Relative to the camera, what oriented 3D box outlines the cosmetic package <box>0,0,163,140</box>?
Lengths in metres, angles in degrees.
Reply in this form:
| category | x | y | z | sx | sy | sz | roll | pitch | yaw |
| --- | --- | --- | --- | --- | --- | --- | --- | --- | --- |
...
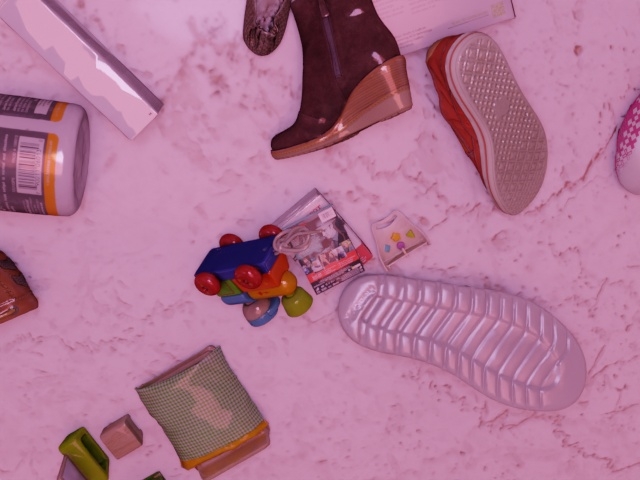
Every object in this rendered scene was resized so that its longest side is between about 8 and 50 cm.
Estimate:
| category | x | y | z | sx | sy | sz | roll | pitch | yaw |
| --- | --- | --- | --- | --- | --- | --- | --- | --- | --- |
| cosmetic package | -0.329 | -0.248 | 1.118 | 0.060 | 0.099 | 0.239 | -44 | 106 | 6 |

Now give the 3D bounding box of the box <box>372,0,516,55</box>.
| category | x | y | z | sx | sy | sz | roll | pitch | yaw |
| --- | --- | --- | --- | --- | --- | --- | --- | --- | --- |
| box | 0.127 | -0.437 | 1.140 | 0.232 | 0.058 | 0.321 | -18 | 109 | -1 |

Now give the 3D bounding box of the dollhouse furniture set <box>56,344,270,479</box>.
| category | x | y | z | sx | sy | sz | roll | pitch | yaw |
| --- | --- | --- | --- | --- | --- | --- | --- | --- | --- |
| dollhouse furniture set | -0.242 | 0.338 | 1.278 | 0.302 | 0.151 | 0.197 | -31 | 108 | 3 |

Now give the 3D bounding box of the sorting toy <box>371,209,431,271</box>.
| category | x | y | z | sx | sy | sz | roll | pitch | yaw |
| --- | --- | --- | --- | --- | --- | --- | --- | --- | --- |
| sorting toy | 0.120 | -0.006 | 1.279 | 0.083 | 0.045 | 0.075 | -31 | 101 | 3 |

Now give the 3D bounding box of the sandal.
| category | x | y | z | sx | sy | sz | roll | pitch | yaw |
| --- | --- | --- | --- | --- | --- | --- | --- | --- | --- |
| sandal | 0.233 | 0.148 | 1.314 | 0.416 | 0.102 | 0.169 | 21 | 88 | 0 |

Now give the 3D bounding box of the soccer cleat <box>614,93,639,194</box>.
| category | x | y | z | sx | sy | sz | roll | pitch | yaw |
| --- | --- | --- | --- | --- | --- | --- | --- | --- | --- |
| soccer cleat | 0.560 | -0.216 | 1.213 | 0.116 | 0.143 | 0.331 | 21 | 103 | -13 |

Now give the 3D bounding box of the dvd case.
| category | x | y | z | sx | sy | sz | roll | pitch | yaw |
| --- | --- | --- | --- | --- | --- | --- | --- | --- | --- |
| dvd case | 0.006 | 0.014 | 1.222 | 0.087 | 0.013 | 0.119 | -28 | 110 | 1 |

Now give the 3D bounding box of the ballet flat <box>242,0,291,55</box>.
| category | x | y | z | sx | sy | sz | roll | pitch | yaw |
| --- | --- | --- | --- | --- | --- | --- | --- | --- | --- |
| ballet flat | -0.067 | -0.385 | 1.129 | 0.084 | 0.058 | 0.249 | 9 | 105 | -10 |

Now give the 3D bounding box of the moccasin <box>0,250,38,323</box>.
| category | x | y | z | sx | sy | sz | roll | pitch | yaw |
| --- | --- | --- | --- | --- | --- | --- | --- | --- | --- |
| moccasin | -0.599 | 0.165 | 1.200 | 0.380 | 0.139 | 0.147 | -34 | 99 | -6 |

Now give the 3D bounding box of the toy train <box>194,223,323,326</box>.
| category | x | y | z | sx | sy | sz | roll | pitch | yaw |
| --- | --- | --- | --- | --- | --- | --- | --- | --- | --- |
| toy train | -0.058 | 0.058 | 1.193 | 0.248 | 0.105 | 0.143 | -11 | 128 | 39 |

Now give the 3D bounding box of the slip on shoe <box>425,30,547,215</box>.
| category | x | y | z | sx | sy | sz | roll | pitch | yaw |
| --- | --- | --- | --- | --- | --- | --- | --- | --- | --- |
| slip on shoe | 0.252 | -0.173 | 1.206 | 0.123 | 0.101 | 0.331 | -42 | 126 | -10 |

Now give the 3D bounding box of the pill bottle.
| category | x | y | z | sx | sy | sz | roll | pitch | yaw |
| --- | --- | --- | --- | --- | --- | --- | --- | --- | --- |
| pill bottle | -0.470 | -0.125 | 1.105 | 0.279 | 0.162 | 0.162 | 6 | 106 | -8 |

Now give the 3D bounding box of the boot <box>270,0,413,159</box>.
| category | x | y | z | sx | sy | sz | roll | pitch | yaw |
| --- | --- | --- | --- | --- | --- | --- | --- | --- | --- |
| boot | 0.001 | -0.244 | 1.160 | 0.248 | 0.090 | 0.206 | -22 | 93 | 29 |

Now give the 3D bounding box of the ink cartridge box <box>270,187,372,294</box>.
| category | x | y | z | sx | sy | sz | roll | pitch | yaw |
| --- | --- | --- | --- | --- | --- | --- | --- | --- | --- |
| ink cartridge box | 0.000 | 0.000 | 1.255 | 0.099 | 0.056 | 0.135 | -39 | 108 | 5 |
